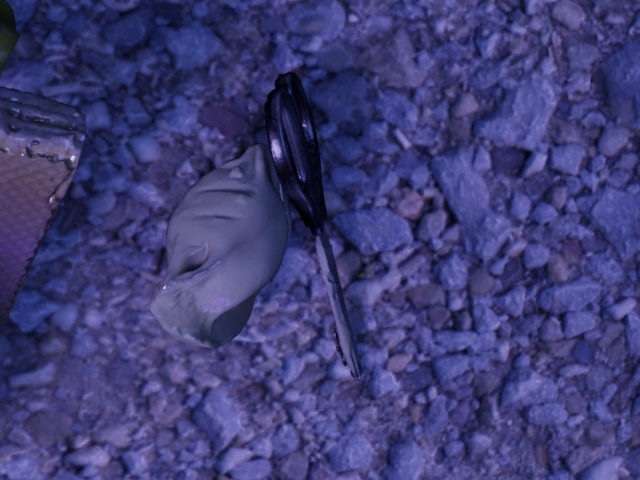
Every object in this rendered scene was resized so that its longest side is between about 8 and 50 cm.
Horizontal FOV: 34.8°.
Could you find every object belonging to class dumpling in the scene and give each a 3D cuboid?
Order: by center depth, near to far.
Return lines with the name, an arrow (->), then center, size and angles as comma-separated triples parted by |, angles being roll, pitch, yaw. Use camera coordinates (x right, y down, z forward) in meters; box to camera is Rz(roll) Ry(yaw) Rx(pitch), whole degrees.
dumpling -> -0.068, 0.012, 0.860 | 0.100, 0.169, 0.134 | -7, 137, 16

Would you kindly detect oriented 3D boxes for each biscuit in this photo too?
biscuit -> -0.252, -0.020, 0.731 | 0.108, 0.062, 0.239 | 12, 140, -25

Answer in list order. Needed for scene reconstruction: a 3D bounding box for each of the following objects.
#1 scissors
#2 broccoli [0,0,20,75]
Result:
scissors -> 0.000, 0.000, 0.901 | 0.022, 0.109, 0.300 | -6, 118, 14
broccoli -> -0.356, -0.172, 0.636 | 0.249, 0.302, 0.375 | 38, 114, 2
